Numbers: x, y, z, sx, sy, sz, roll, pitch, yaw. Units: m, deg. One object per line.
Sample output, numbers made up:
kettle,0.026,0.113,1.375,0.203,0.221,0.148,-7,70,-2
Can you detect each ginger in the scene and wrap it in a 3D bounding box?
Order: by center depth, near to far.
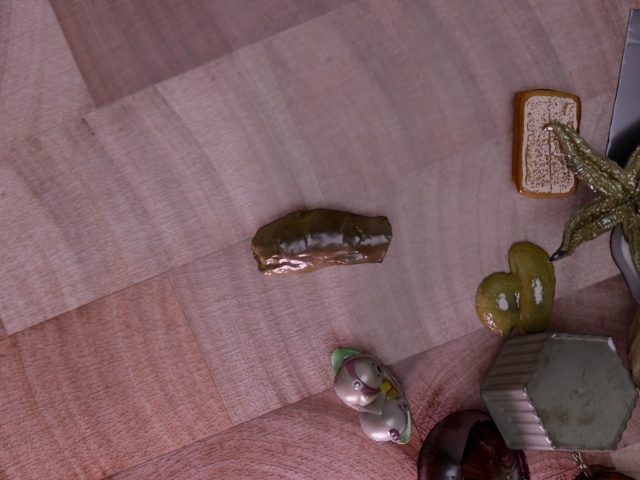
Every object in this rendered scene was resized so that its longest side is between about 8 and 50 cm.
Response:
ginger,0.000,0.000,1.858,0.262,0.109,0.117,-4,72,0

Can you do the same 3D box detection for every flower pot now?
flower pot,0.434,0.278,1.826,0.209,0.189,0.239,-25,87,-19

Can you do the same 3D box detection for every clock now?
clock,0.097,0.293,1.885,0.103,0.144,0.231,-39,96,4

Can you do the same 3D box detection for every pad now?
pad,0.652,-0.270,1.872,0.202,0.005,0.300,7,99,-1

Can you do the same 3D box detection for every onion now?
onion,0.261,0.457,1.890,0.195,0.272,0.272,-15,102,45

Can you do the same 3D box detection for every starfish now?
starfish,0.565,-0.071,1.765,0.357,0.078,0.347,6,69,4

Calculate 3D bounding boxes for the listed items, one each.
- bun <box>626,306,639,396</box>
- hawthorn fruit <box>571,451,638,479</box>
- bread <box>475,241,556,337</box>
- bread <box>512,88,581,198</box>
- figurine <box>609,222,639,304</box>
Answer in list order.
bun,0.698,0.253,1.773,0.352,0.349,0.227,39,94,4
hawthorn fruit,0.535,0.543,1.879,0.276,0.276,0.308,-12,82,2
bread,0.374,0.098,1.899,0.149,0.065,0.188,5,101,4
bread,0.416,-0.179,1.848,0.115,0.077,0.200,-1,100,-2
figurine,0.642,0.023,1.849,0.166,0.141,0.250,-17,99,1
